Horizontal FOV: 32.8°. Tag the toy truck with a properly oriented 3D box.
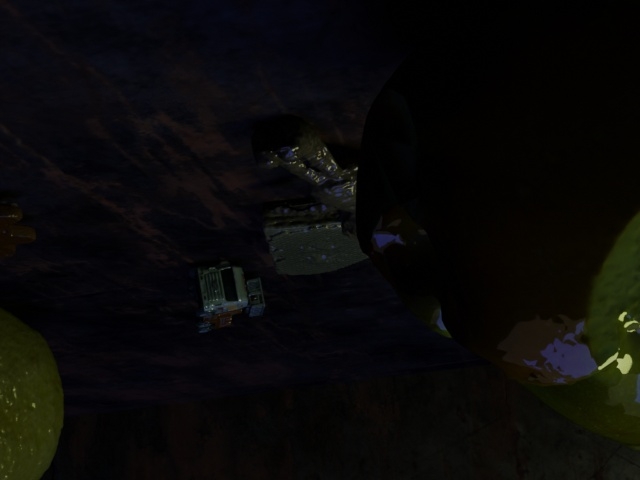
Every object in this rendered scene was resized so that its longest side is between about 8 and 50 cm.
[{"bbox_3d":[-0.148,0.088,1.722,0.115,0.080,0.178,-9,166,-8],"label":"toy truck"}]

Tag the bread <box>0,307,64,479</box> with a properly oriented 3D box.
[{"bbox_3d":[-0.635,0.273,1.787,0.307,0.348,0.348,-3,169,36],"label":"bread"}]

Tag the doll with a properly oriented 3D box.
[{"bbox_3d":[0.035,-0.067,1.242,0.202,0.091,0.286,-17,154,-3],"label":"doll"}]

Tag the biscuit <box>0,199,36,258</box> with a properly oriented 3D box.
[{"bbox_3d":[-0.423,-0.012,1.338,0.138,0.031,0.205,-3,164,-8],"label":"biscuit"}]

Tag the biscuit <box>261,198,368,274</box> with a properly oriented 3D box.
[{"bbox_3d":[0.000,0.000,1.505,0.150,0.052,0.252,-6,165,-1],"label":"biscuit"}]

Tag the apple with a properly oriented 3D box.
[{"bbox_3d":[0.211,-0.019,0.877,0.374,0.384,0.374,-8,173,-1],"label":"apple"}]
